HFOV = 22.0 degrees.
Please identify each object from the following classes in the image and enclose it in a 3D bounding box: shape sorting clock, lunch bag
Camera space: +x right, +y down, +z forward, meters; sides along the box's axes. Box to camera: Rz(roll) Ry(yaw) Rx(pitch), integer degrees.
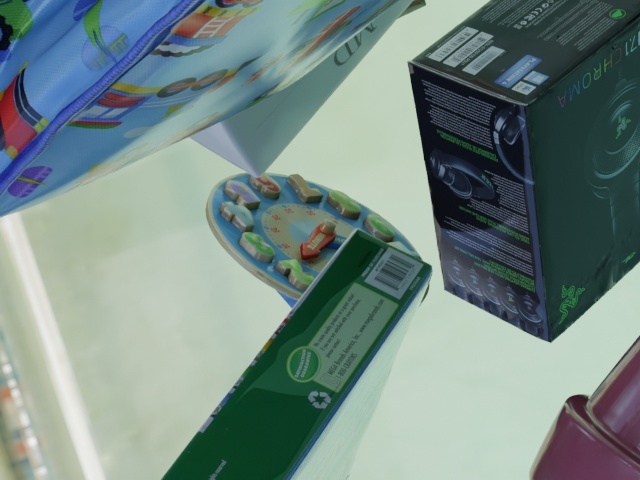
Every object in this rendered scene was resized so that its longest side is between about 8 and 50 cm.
[{"bbox_3d":[0.000,0.000,1.415,0.206,0.206,0.040,56,129,39],"label":"shape sorting clock"},{"bbox_3d":[0.002,-0.128,0.536,0.293,0.221,0.138,-18,99,44],"label":"lunch bag"}]

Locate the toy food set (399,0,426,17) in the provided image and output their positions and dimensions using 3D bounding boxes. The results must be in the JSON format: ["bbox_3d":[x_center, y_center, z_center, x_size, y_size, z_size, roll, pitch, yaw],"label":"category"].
[{"bbox_3d":[0.058,-0.260,1.560,0.122,0.078,0.019,65,180,-48],"label":"toy food set"}]

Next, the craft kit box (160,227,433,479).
[{"bbox_3d":[-0.040,0.155,0.891,0.061,0.250,0.246,26,134,12],"label":"craft kit box"}]

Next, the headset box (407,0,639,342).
[{"bbox_3d":[0.219,-0.086,1.459,0.131,0.246,0.283,27,143,37],"label":"headset box"}]

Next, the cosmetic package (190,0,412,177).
[{"bbox_3d":[-0.078,-0.233,0.807,0.156,0.217,0.385,31,165,34],"label":"cosmetic package"}]

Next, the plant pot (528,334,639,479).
[{"bbox_3d":[0.243,0.101,0.916,0.180,0.201,0.201,-64,32,9],"label":"plant pot"}]
